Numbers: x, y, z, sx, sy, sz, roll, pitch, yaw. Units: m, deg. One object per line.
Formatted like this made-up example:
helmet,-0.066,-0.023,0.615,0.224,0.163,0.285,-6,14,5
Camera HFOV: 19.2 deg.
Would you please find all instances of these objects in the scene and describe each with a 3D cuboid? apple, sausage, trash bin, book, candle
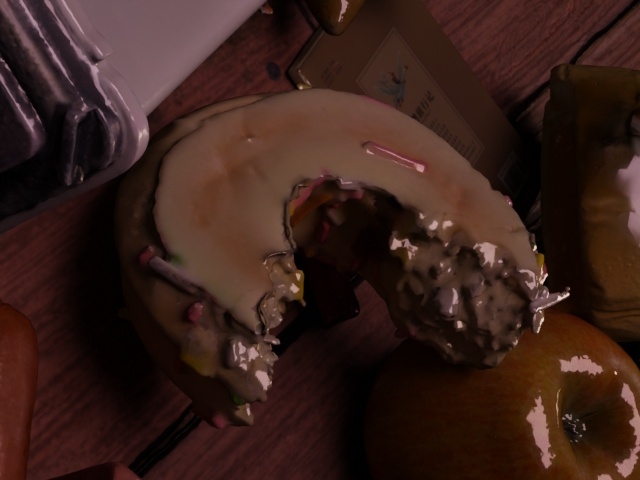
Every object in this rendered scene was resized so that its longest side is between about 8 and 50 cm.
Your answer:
apple,0.181,0.180,1.727,0.264,0.264,0.264,19,62,-41
sausage,-0.254,0.136,1.419,0.076,0.076,0.197,26,57,-38
trash bin,-0.219,-0.202,1.470,0.296,0.256,0.367,58,37,-10
book,0.106,-0.115,1.925,0.310,0.021,0.217,51,46,-19
candle,0.000,0.000,1.751,0.053,0.048,0.162,1,71,-77

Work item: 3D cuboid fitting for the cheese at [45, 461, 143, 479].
cheese,-0.154,0.301,1.419,0.203,0.128,0.177,48,46,-24

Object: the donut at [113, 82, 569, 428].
donut,-0.012,0.008,1.595,0.371,0.150,0.307,-12,53,-32

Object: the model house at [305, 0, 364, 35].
model house,0.052,-0.325,1.809,0.253,0.184,0.291,39,52,-56

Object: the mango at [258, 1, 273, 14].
mango,-0.123,-0.340,1.687,0.317,0.119,0.176,62,18,-1

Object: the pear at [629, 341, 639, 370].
pear,0.469,0.135,2.110,0.255,0.164,0.238,38,44,-36

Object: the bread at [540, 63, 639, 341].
bread,0.393,-0.049,1.939,0.210,0.341,0.300,83,13,-62
